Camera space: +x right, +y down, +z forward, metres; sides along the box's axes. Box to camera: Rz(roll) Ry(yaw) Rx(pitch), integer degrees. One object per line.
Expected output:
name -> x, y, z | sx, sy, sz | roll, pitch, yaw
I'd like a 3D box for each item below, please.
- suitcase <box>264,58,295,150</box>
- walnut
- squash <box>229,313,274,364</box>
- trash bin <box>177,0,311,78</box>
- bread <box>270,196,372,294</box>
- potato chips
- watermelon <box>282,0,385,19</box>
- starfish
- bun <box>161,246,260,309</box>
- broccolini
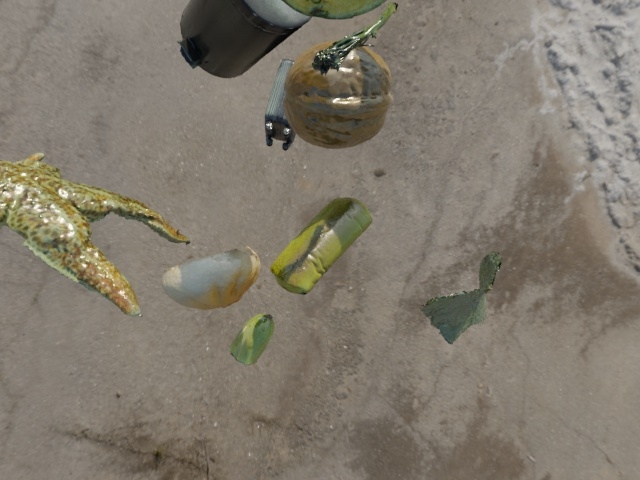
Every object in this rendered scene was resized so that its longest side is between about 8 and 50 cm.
suitcase -> -0.134, -0.534, 1.647 | 0.128, 0.202, 0.312 | 15, 80, -3
walnut -> 0.056, -0.425, 1.240 | 0.333, 0.333, 0.332 | 1, 84, -10
squash -> -0.230, 0.343, 1.508 | 0.123, 0.123, 0.186 | 35, 104, -5
trash bin -> -0.166, -0.503, 0.918 | 0.252, 0.302, 0.203 | -42, 111, -28
bread -> 0.000, 0.000, 1.328 | 0.166, 0.112, 0.383 | 29, 67, 36
potato chips -> 0.230, 0.093, 0.655 | 0.059, 0.167, 0.228 | 37, 39, 29
watermelon -> 0.026, -0.369, 0.453 | 0.232, 0.204, 0.127 | -31, 46, 15
starfish -> -0.318, -0.028, 0.428 | 0.347, 0.358, 0.078 | 30, 109, -1
bun -> -0.318, 0.128, 1.277 | 0.299, 0.299, 0.164 | -18, 90, -11
broccolini -> 0.077, -0.454, 0.940 | 0.271, 0.123, 0.062 | -47, 135, -20
